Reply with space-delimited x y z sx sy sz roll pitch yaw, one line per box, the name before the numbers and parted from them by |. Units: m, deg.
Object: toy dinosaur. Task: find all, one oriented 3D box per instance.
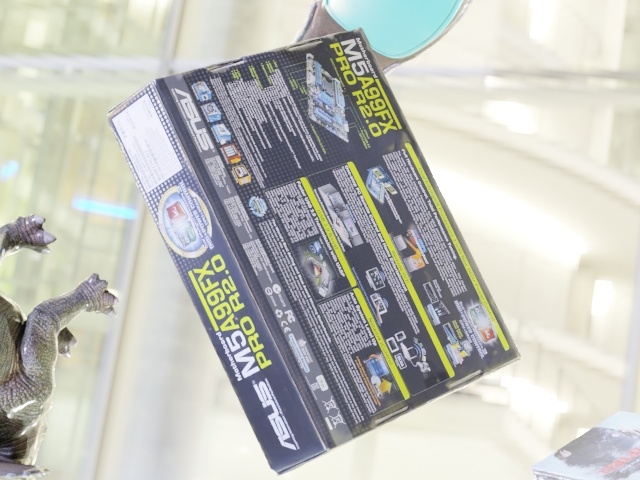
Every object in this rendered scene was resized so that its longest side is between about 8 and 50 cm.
toy dinosaur | -0.239 0.050 1.237 0.121 0.160 0.313 -17 -71 47

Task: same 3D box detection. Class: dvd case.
dvd case | 0.204 0.139 1.225 0.087 0.013 0.119 -27 18 -29

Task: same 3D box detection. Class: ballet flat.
ballet flat | 0.042 -0.192 1.599 0.107 0.106 0.316 40 -39 -11

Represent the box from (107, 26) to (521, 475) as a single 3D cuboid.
box | 0.000 0.000 1.313 0.216 0.270 0.060 -21 -7 -46
